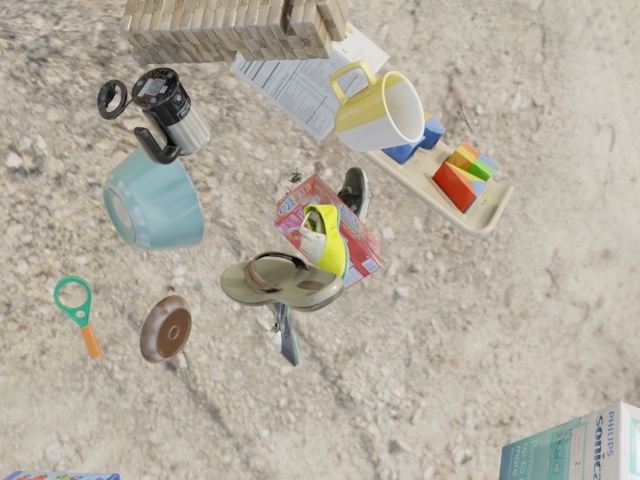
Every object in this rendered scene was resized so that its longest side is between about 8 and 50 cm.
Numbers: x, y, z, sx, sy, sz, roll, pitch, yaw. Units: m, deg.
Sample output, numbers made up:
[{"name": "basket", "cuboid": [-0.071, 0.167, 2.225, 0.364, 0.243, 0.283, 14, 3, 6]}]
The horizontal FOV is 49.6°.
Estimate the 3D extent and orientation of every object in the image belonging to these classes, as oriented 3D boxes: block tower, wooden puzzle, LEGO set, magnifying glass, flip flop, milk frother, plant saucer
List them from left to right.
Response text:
[{"name": "magnifying glass", "cuboid": [-0.618, 0.198, 1.794, 0.092, 0.026, 0.231, -18, 108, -12]}, {"name": "milk frother", "cuboid": [-0.283, -0.212, 1.171, 0.129, 0.143, 0.135, -48, 148, -13]}, {"name": "plant saucer", "cuboid": [-0.413, 0.249, 1.904, 0.198, 0.036, 0.199, -37, 135, -48]}, {"name": "block tower", "cuboid": [-0.136, -0.325, 1.024, 0.097, 0.335, 0.091, 50, 45, -63]}, {"name": "flip flop", "cuboid": [-0.075, 0.059, 1.180, 0.112, 0.277, 0.080, -44, 120, -29]}, {"name": "LEGO set", "cuboid": [-0.067, -0.155, 1.854, 0.023, 0.054, 0.083, 32, 80, -38]}, {"name": "wooden puzzle", "cuboid": [0.236, -0.170, 1.432, 0.347, 0.322, 0.081, 34, 120, 8]}, {"name": "wooden puzzle", "cuboid": [0.299, -0.250, 1.419, 0.006, 0.049, 0.083, -21, 157, 19]}]

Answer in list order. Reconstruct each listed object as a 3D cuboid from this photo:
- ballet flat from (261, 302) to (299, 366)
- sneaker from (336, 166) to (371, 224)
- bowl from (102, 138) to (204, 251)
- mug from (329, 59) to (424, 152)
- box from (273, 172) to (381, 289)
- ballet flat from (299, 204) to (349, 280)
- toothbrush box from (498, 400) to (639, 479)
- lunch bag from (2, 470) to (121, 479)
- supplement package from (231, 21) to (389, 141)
[{"name": "ballet flat", "cuboid": [-0.096, 0.185, 1.546, 0.074, 0.074, 0.203, -8, 87, -24]}, {"name": "sneaker", "cuboid": [0.054, -0.073, 1.853, 0.124, 0.107, 0.284, 13, 73, -21]}, {"name": "bowl", "cuboid": [-0.456, -0.093, 1.821, 0.163, 0.311, 0.312, -29, 117, -30]}, {"name": "mug", "cuboid": [0.045, -0.113, 0.599, 0.062, 0.064, 0.078, -17, 91, -51]}, {"name": "box", "cuboid": [0.020, -0.017, 1.669, 0.128, 0.123, 0.257, -35, 117, 22]}, {"name": "ballet flat", "cuboid": [0.000, 0.000, 1.254, 0.077, 0.231, 0.077, 19, 118, -14]}, {"name": "toothbrush box", "cuboid": [0.358, 0.369, 0.927, 0.126, 0.295, 0.216, 21, 60, -8]}, {"name": "lunch bag", "cuboid": [-0.493, 0.471, 1.100, 0.220, 0.293, 0.138, -4, 85, 17]}, {"name": "supplement package", "cuboid": [-0.019, -0.407, 1.582, 0.262, 0.199, 0.198, 39, 123, -4]}]
